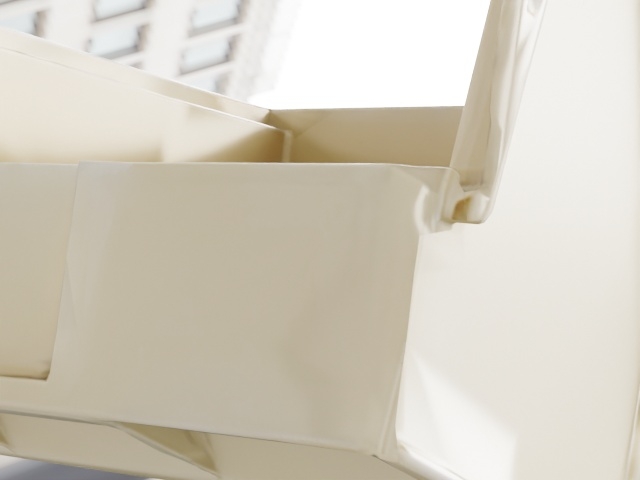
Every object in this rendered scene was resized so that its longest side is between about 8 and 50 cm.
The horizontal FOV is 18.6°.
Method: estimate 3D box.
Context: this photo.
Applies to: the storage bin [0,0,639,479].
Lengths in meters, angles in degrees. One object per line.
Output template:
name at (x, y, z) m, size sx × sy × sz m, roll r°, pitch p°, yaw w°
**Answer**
storage bin at (0.000, 0.000, 0.482) m, size 0.262 × 0.260 × 0.123 m, roll 3°, pitch -97°, yaw 39°
